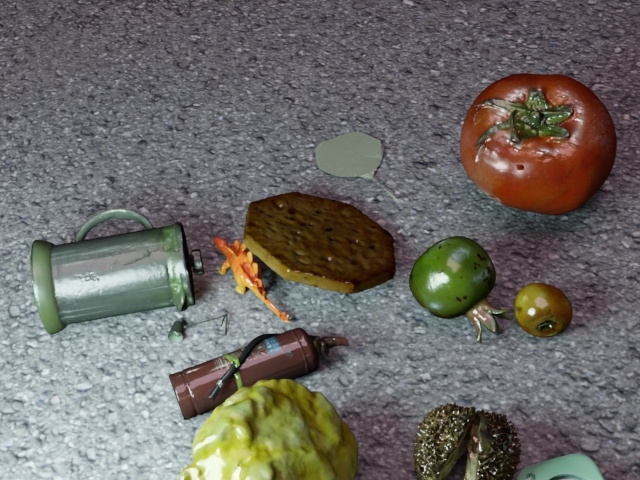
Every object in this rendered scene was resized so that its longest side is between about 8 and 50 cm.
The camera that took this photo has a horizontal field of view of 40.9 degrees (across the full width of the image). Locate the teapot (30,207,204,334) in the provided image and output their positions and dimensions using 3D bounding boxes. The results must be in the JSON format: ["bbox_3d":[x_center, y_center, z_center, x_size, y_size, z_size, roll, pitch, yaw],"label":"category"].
[{"bbox_3d":[-0.420,0.048,1.817,0.337,0.200,0.270,-9,56,-6],"label":"teapot"}]

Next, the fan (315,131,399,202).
[{"bbox_3d":[0.108,-0.174,2.111,0.182,0.010,0.310,-24,47,-17],"label":"fan"}]

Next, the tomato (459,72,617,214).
[{"bbox_3d":[0.486,-0.203,1.941,0.341,0.273,0.341,-5,59,9],"label":"tomato"}]

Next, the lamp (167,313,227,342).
[{"bbox_3d":[-0.256,0.180,1.796,0.121,0.041,0.054,-6,38,4],"label":"lamp"}]

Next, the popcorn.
[{"bbox_3d":[-0.070,0.392,1.421,0.292,0.293,0.334,2,63,9],"label":"popcorn"}]

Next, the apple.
[{"bbox_3d":[0.449,0.136,1.733,0.114,0.099,0.102,-4,44,5],"label":"apple"}]

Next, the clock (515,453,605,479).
[{"bbox_3d":[0.422,0.462,1.454,0.148,0.060,0.188,-11,47,-7],"label":"clock"}]

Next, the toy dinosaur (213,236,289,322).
[{"bbox_3d":[-0.157,0.064,1.838,0.070,0.117,0.288,-27,48,-21],"label":"toy dinosaur"}]

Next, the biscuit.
[{"bbox_3d":[0.000,0.001,1.866,0.359,0.046,0.359,11,32,-7],"label":"biscuit"}]

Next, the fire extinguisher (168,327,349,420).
[{"bbox_3d":[-0.115,0.245,1.663,0.341,0.105,0.141,-20,16,-12],"label":"fire extinguisher"}]

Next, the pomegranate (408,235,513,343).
[{"bbox_3d":[0.288,0.101,1.744,0.181,0.181,0.224,-30,73,-22],"label":"pomegranate"}]

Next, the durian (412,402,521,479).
[{"bbox_3d":[0.255,0.364,1.514,0.196,0.167,0.196,16,34,-12],"label":"durian"}]
